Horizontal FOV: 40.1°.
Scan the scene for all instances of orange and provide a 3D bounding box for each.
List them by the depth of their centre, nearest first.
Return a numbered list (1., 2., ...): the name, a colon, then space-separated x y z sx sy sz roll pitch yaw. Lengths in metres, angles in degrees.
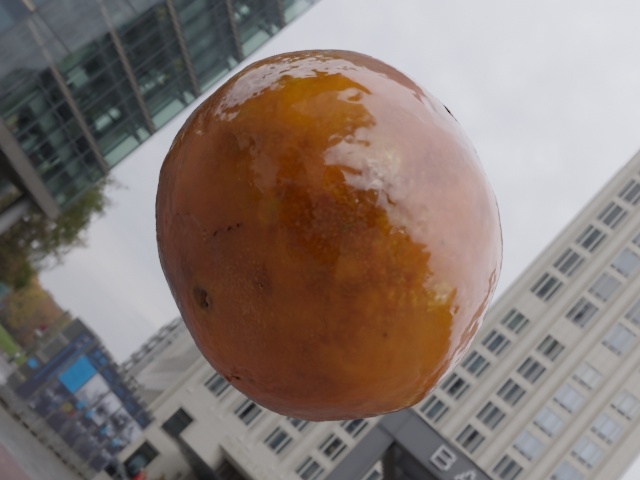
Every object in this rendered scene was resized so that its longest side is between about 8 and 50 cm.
1. orange: 0.000 0.000 0.668 0.283 0.226 0.284 29 -51 43
